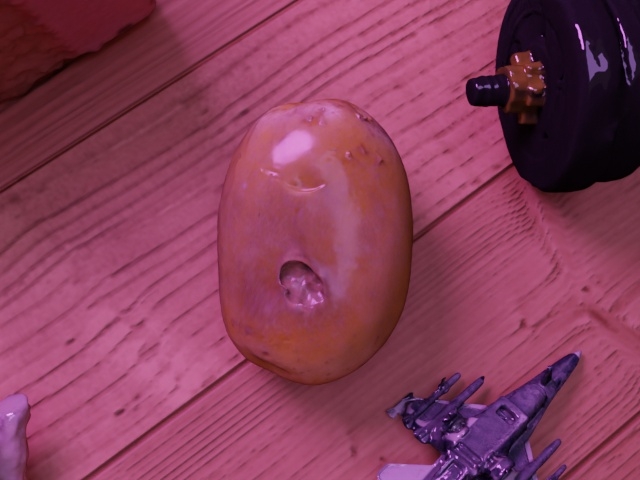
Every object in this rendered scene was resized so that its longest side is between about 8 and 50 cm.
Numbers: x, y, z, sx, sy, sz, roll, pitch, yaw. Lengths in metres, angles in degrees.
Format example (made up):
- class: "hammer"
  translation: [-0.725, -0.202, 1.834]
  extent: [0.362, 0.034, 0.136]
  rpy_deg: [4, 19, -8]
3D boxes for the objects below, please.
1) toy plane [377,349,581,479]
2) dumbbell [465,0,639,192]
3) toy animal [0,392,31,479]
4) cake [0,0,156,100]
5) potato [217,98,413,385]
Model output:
- class: "toy plane"
  translation: [0.146, 0.161, 0.653]
  extent: [0.234, 0.082, 0.160]
  rpy_deg: [-43, 60, -12]
- class: "dumbbell"
  translation: [0.316, -0.144, 0.678]
  extent: [0.388, 0.185, 0.185]
  rpy_deg: [-6, 80, -7]
- class: "toy animal"
  translation: [-0.296, 0.227, 0.598]
  extent: [0.184, 0.104, 0.185]
  rpy_deg: [-10, 98, 20]
- class: "cake"
  translation: [-0.321, -0.258, 0.577]
  extent: [0.307, 0.293, 0.314]
  rpy_deg: [-30, 90, -9]
- class: "potato"
  translation: [0.000, 0.000, 0.638]
  extent: [0.150, 0.146, 0.234]
  rpy_deg: [4, 91, 38]
